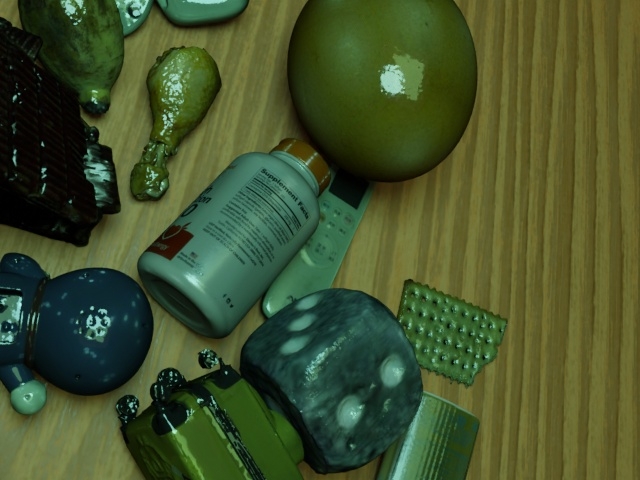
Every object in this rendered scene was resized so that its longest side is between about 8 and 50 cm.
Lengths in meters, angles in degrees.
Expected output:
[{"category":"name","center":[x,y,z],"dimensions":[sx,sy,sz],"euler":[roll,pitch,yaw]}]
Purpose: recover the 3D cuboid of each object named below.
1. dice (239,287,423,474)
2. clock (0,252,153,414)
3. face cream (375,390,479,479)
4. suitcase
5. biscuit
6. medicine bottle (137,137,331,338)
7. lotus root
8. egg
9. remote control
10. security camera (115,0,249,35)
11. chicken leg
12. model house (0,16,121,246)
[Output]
[{"category":"dice","center":[0.013,0.181,0.875],"dimensions":[0.183,0.182,0.182],"euler":[-36,112,-26]},{"category":"clock","center":[-0.328,0.109,0.797],"dimensions":[0.243,0.146,0.200],"euler":[5,69,-14]},{"category":"face cream","center":[0.141,0.374,0.962],"dimensions":[0.139,0.067,0.285],"euler":[28,66,-13]},{"category":"suitcase","center":[-0.127,0.259,0.809],"dimensions":[0.143,0.194,0.235],"euler":[-32,90,-37]},{"category":"biscuit","center":[0.211,0.158,1.080],"dimensions":[0.203,0.016,0.144],"euler":[24,67,-14]},{"category":"medicine bottle","center":[-0.104,-0.017,0.914],"dimensions":[0.157,0.157,0.289],"euler":[43,64,-7]},{"category":"lotus root","center":[-0.336,-0.280,0.902],"dimensions":[0.138,0.138,0.214],"euler":[-21,112,-26]},{"category":"egg","center":[0.093,-0.249,0.986],"dimensions":[0.282,0.283,0.352],"euler":[3,53,-22]},{"category":"remote control","center":[0.001,0.000,1.021],"dimensions":[0.090,0.038,0.310],"euler":[32,65,-12]},{"category":"security camera","center":[-0.258,-0.394,0.997],"dimensions":[0.301,0.080,0.157],"euler":[-12,102,-12]},{"category":"chicken leg","center":[-0.215,-0.174,0.954],"dimensions":[0.107,0.087,0.252],"euler":[21,73,-25]},{"category":"model house","center":[-0.382,-0.172,0.768],"dimensions":[0.296,0.282,0.317],"euler":[1,76,-22]}]
